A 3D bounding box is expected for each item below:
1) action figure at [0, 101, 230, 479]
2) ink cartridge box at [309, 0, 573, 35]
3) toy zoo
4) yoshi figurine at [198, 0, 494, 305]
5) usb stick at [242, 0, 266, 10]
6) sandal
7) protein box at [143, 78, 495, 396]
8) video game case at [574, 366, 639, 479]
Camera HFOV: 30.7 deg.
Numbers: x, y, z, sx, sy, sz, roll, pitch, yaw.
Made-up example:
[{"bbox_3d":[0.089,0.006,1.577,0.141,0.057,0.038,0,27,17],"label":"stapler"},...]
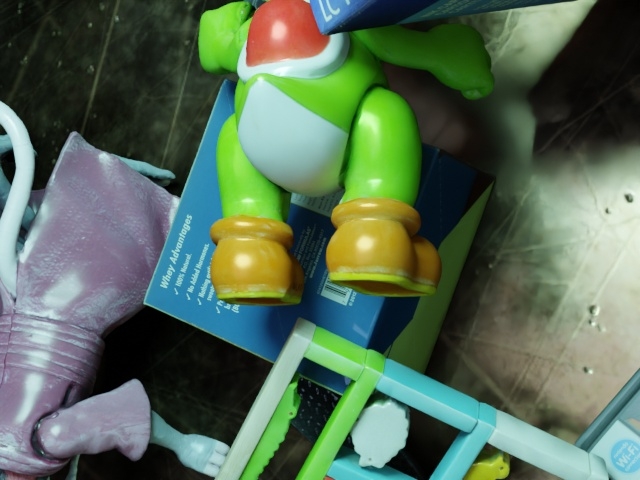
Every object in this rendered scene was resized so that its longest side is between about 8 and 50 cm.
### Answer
[{"bbox_3d":[-0.228,0.087,0.995,0.248,0.276,0.370,-1,68,22],"label":"action figure"},{"bbox_3d":[0.152,-0.239,0.667,0.270,0.396,0.151,-22,81,63],"label":"ink cartridge box"},{"bbox_3d":[0.075,0.198,0.863,0.293,0.030,0.192,26,113,-4],"label":"toy zoo"},{"bbox_3d":[0.001,-0.135,0.837,0.203,0.204,0.362,-16,75,61],"label":"yoshi figurine"},{"bbox_3d":[0.045,-0.267,1.020,0.278,0.045,0.077,-39,74,17],"label":"usb stick"},{"bbox_3d":[0.033,0.169,0.964,0.179,0.040,0.067,47,110,21],"label":"sandal"},{"bbox_3d":[0.000,0.000,0.952,0.201,0.136,0.199,21,93,28],"label":"protein box"},{"bbox_3d":[0.358,0.126,0.807,0.248,0.035,0.275,43,103,26],"label":"video game case"}]
